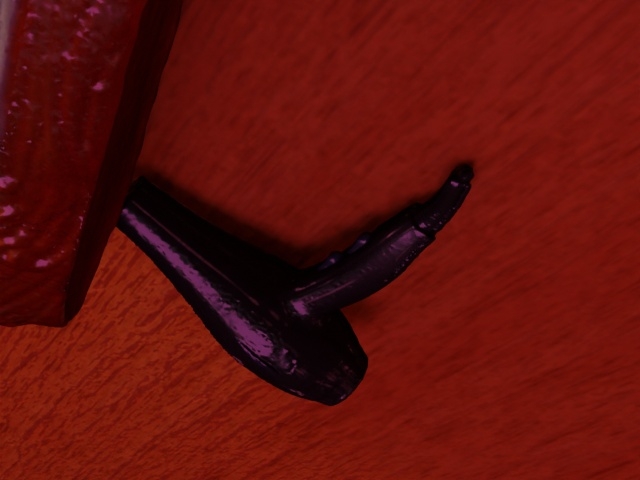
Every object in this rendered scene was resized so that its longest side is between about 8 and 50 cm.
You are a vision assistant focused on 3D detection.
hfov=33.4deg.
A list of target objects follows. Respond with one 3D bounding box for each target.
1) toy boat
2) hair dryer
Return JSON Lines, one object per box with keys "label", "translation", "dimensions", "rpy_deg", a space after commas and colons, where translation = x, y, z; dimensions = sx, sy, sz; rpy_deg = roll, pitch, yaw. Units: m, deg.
{"label": "toy boat", "translation": [-0.159, -0.060, 0.522], "dimensions": [0.133, 0.145, 0.332], "rpy_deg": [21, 140, -6]}
{"label": "hair dryer", "translation": [0.000, 0.000, 0.634], "dimensions": [0.195, 0.075, 0.219], "rpy_deg": [42, 129, -19]}
